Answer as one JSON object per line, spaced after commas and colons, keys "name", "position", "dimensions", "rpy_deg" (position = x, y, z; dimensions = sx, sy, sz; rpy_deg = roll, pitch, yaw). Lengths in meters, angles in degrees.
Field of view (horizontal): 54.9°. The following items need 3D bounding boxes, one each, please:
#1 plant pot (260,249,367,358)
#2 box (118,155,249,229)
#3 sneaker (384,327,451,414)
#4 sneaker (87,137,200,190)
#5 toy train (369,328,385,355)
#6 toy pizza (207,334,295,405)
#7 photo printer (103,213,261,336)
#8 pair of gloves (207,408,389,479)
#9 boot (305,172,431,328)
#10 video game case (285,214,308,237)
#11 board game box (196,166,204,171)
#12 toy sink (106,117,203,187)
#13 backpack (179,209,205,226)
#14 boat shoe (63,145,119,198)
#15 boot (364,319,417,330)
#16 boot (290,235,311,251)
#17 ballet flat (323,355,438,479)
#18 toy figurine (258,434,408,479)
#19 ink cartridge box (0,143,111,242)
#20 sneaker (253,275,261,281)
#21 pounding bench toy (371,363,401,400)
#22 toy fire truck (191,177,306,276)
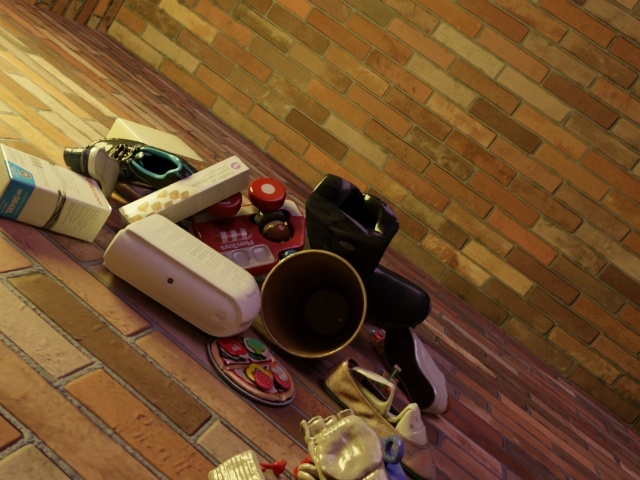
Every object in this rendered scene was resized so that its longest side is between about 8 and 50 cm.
{"name": "plant pot", "position": [-0.001, 0.162, 1.463], "dimensions": [0.237, 0.237, 0.254], "rpy_deg": [39, -5, 13]}
{"name": "box", "position": [-0.314, -0.102, 1.454], "dimensions": [0.324, 0.067, 0.063], "rpy_deg": [-31, 60, -30]}
{"name": "sneaker", "position": [0.262, 0.349, 1.669], "dimensions": [0.123, 0.106, 0.290], "rpy_deg": [31, 28, -40]}
{"name": "sneaker", "position": [-0.453, -0.204, 1.544], "dimensions": [0.341, 0.125, 0.139], "rpy_deg": [16, -16, 15]}
{"name": "toy train", "position": [0.206, 0.311, 1.782], "dimensions": [0.166, 0.046, 0.125], "rpy_deg": [40, 14, 20]}
{"name": "toy pizza", "position": [-0.128, 0.242, 1.201], "dimensions": [0.201, 0.032, 0.201], "rpy_deg": [33, 13, -9]}
{"name": "photo printer", "position": [-0.262, 0.075, 1.266], "dimensions": [0.308, 0.107, 0.256], "rpy_deg": [34, 7, -5]}
{"name": "pair of gloves", "position": [-0.025, 0.316, 0.780], "dimensions": [0.204, 0.240, 0.042], "rpy_deg": [-118, -174, -56]}
{"name": "boot", "position": [0.136, 0.044, 1.509], "dimensions": [0.367, 0.146, 0.445], "rpy_deg": [18, -29, 5]}
{"name": "video game case", "position": [0.000, 0.000, 2.167], "dimensions": [0.270, 0.061, 0.244], "rpy_deg": [31, -7, -18]}
{"name": "board game box", "position": [-0.325, -0.112, 1.799], "dimensions": [0.039, 0.124, 0.259], "rpy_deg": [-15, 30, -14]}
{"name": "toy sink", "position": [-0.486, -0.236, 1.781], "dimensions": [0.153, 0.131, 0.234], "rpy_deg": [42, 17, 27]}
{"name": "backpack", "position": [-0.378, -0.097, 1.659], "dimensions": [0.114, 0.084, 0.105], "rpy_deg": [36, 9, -30]}
{"name": "boat shoe", "position": [-0.522, -0.156, 1.411], "dimensions": [0.079, 0.095, 0.254], "rpy_deg": [11, -6, -6]}
{"name": "boot", "position": [0.199, 0.196, 1.912], "dimensions": [0.284, 0.138, 0.377], "rpy_deg": [38, 3, -26]}
{"name": "boot", "position": [-0.048, 0.073, 1.949], "dimensions": [0.305, 0.112, 0.115], "rpy_deg": [42, -17, 46]}
{"name": "ballet flat", "position": [0.141, 0.363, 1.290], "dimensions": [0.316, 0.106, 0.107], "rpy_deg": [40, 13, 17]}
{"name": "toy figurine", "position": [0.038, 0.354, 0.811], "dimensions": [0.191, 0.217, 0.362], "rpy_deg": [29, 14, -26]}
{"name": "ink cartridge box", "position": [-0.539, -0.090, 1.218], "dimensions": [0.203, 0.086, 0.148], "rpy_deg": [24, 17, -44]}
{"name": "sneaker", "position": [-0.173, 0.047, 1.686], "dimensions": [0.065, 0.076, 0.166], "rpy_deg": [30, 14, -26]}
{"name": "pounding bench toy", "position": [0.158, 0.339, 1.472], "dimensions": [0.052, 0.083, 0.065], "rpy_deg": [37, 12, 4]}
{"name": "toy fire truck", "position": [-0.172, -0.012, 1.575], "dimensions": [0.302, 0.169, 0.254], "rpy_deg": [-10, 52, -27]}
